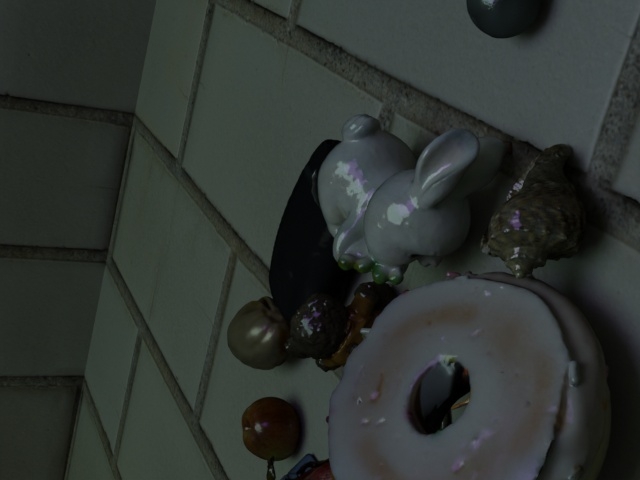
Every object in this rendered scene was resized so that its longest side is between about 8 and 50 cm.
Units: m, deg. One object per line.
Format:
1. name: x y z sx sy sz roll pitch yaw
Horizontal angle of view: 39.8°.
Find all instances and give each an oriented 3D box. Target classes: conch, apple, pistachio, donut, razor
1. conch: 0.264 -0.038 1.123 0.155 0.130 0.207 -12 52 44
2. apple: -0.099 0.373 1.747 0.126 0.101 0.126 -12 76 60
3. pistachio: -0.115 0.190 1.780 0.215 0.143 0.144 146 123 -62
4. donut: 0.180 0.218 1.093 0.382 0.142 0.383 -23 47 26
5. razor: -0.001 -0.001 1.616 0.204 0.113 0.349 59 135 44

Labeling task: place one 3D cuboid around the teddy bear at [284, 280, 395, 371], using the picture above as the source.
1. teddy bear: 0.038 0.150 1.443 0.177 0.190 0.140 -64 28 24

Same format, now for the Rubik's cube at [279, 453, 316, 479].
1. Rubik's cube: -0.047 0.491 1.564 0.190 0.178 0.212 -19 70 56

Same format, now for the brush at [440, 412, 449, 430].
1. brush: 0.183 0.224 1.340 0.070 0.021 0.197 -11 76 62

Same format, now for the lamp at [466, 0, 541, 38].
1. lamp: 0.252 -0.332 1.216 0.105 0.105 0.105 -15 72 60

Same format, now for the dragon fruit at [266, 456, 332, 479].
1. dragon fruit: 0.089 0.409 1.253 0.291 0.250 0.269 -32 63 28

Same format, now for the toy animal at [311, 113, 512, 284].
1. toy animal: 0.127 -0.067 1.319 0.310 0.182 0.247 34 116 58
